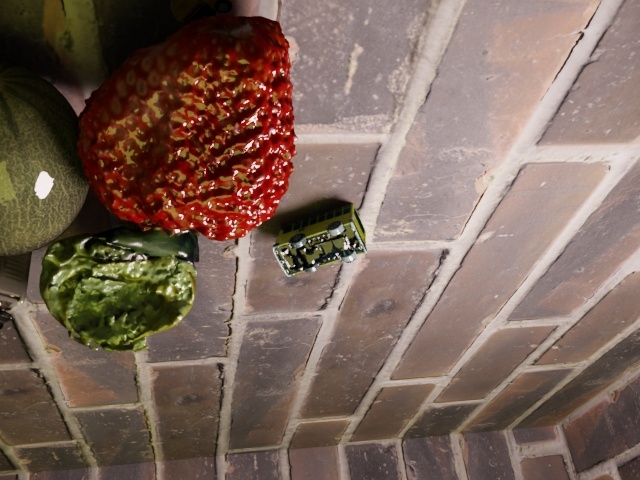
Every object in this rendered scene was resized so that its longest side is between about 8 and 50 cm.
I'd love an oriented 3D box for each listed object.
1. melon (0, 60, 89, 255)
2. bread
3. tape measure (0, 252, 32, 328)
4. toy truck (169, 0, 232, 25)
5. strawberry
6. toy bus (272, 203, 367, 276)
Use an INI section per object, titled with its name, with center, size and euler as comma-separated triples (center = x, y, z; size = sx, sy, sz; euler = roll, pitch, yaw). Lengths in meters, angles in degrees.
[melon]
center = -0.446, -0.113, 1.022
size = 0.238, 0.237, 0.301
euler = 1, 145, -15
[bread]
center = -0.329, 0.063, 1.267
size = 0.251, 0.208, 0.376
euler = -11, -174, -10
[tape measure]
center = -0.591, 0.051, 1.232
size = 0.133, 0.271, 0.231
euler = 21, 138, -40
[toy truck]
center = -0.150, -0.314, 0.941
size = 0.054, 0.049, 0.083
euler = 22, 140, -39
[strawberry]
center = -0.161, -0.152, 0.984
size = 0.312, 0.267, 0.351
euler = -15, 157, -33
[toy bus]
center = 0.000, 0.000, 1.463
size = 0.175, 0.101, 0.088
euler = -17, 121, 16
